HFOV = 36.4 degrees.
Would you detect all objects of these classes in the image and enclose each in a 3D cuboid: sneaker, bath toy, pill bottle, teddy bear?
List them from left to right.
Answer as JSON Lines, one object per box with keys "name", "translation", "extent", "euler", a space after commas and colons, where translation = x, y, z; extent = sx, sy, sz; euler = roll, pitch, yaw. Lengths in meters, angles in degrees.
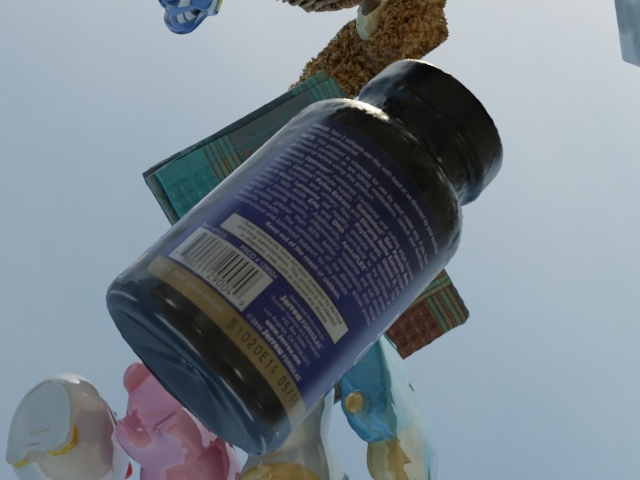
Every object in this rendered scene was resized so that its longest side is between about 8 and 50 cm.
{"name": "sneaker", "translation": [-0.143, -0.259, 1.027], "extent": [0.059, 0.144, 0.053], "euler": [19, -102, -24]}
{"name": "bath toy", "translation": [-0.089, 0.164, 0.780], "extent": [0.129, 0.348, 0.151], "euler": [50, -144, -49]}
{"name": "pill bottle", "translation": [0.000, 0.000, 0.540], "extent": [0.219, 0.123, 0.123], "euler": [-44, -78, -22]}
{"name": "teddy bear", "translation": [0.050, -0.279, 1.440], "extent": [0.245, 0.338, 0.113], "euler": [-38, -80, -12]}

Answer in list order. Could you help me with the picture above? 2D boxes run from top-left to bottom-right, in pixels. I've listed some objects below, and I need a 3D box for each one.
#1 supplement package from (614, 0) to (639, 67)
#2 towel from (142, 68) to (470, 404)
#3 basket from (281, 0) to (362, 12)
{"name": "supplement package", "translation": [0.256, -0.159, 0.594], "extent": [0.105, 0.179, 0.105], "euler": [-12, -73, 2]}
{"name": "towel", "translation": [-0.011, 0.006, 1.210], "extent": [0.271, 0.040, 0.370], "euler": [-31, -88, -9]}
{"name": "basket", "translation": [0.025, -0.513, 1.534], "extent": [0.223, 0.213, 0.299], "euler": [12, -99, -6]}
